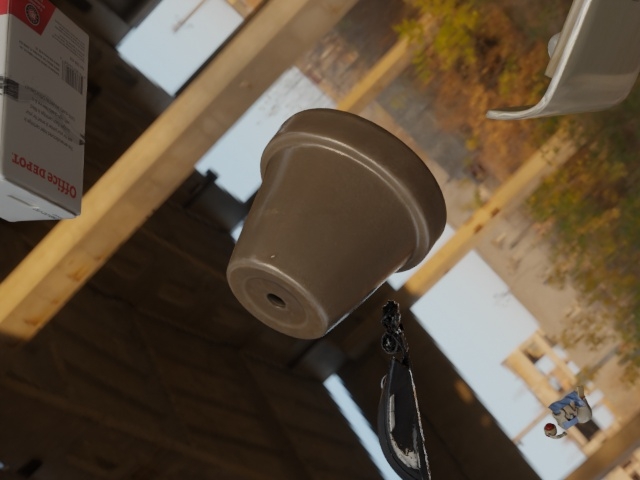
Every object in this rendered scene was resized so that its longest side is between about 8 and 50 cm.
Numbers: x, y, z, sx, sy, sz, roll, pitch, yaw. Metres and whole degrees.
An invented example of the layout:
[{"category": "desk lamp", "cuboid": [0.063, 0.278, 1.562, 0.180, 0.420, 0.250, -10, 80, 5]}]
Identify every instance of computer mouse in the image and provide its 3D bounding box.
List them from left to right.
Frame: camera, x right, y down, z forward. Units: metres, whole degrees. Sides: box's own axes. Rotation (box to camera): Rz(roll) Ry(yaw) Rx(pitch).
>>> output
[{"category": "computer mouse", "cuboid": [0.106, 0.227, 1.321, 0.184, 0.060, 0.262, 67, -166, -70]}]

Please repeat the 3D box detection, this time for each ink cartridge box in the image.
[{"category": "ink cartridge box", "cuboid": [-0.401, -0.177, 1.235, 0.197, 0.114, 0.273, 41, -135, -69]}]

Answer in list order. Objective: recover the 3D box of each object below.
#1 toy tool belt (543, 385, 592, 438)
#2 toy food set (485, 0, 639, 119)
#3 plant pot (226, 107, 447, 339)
[{"category": "toy tool belt", "cuboid": [0.367, 0.255, 1.428, 0.052, 0.083, 0.051, 43, 160, 60]}, {"category": "toy food set", "cuboid": [0.279, -0.265, 0.954, 0.092, 0.306, 0.220, 31, -155, 29]}, {"category": "plant pot", "cuboid": [0.000, 0.000, 1.231, 0.263, 0.229, 0.263, 24, 148, 16]}]
